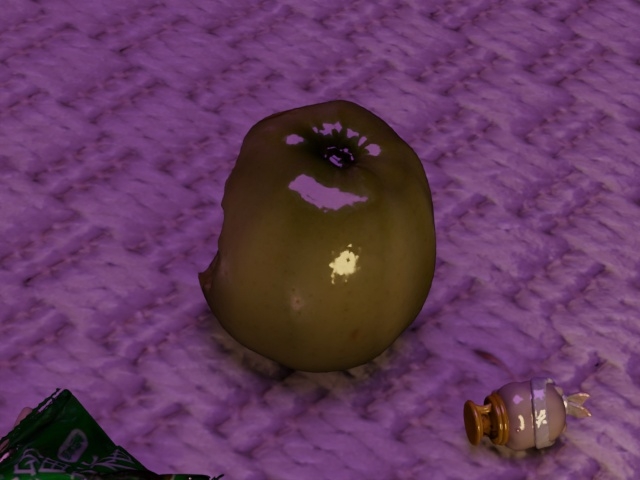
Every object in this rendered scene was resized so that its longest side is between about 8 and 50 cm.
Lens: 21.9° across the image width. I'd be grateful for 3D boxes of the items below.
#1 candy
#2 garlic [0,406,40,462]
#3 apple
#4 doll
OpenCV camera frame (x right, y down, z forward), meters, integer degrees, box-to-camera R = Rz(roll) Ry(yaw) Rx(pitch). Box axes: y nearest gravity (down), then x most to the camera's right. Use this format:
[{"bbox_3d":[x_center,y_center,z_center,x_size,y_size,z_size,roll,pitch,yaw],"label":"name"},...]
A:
[{"bbox_3d":[-0.212,0.230,1.555,0.203,0.078,0.141,29,28,11],"label":"candy"},{"bbox_3d":[-0.289,0.202,1.598,0.041,0.053,0.083,-18,35,40],"label":"garlic"},{"bbox_3d":[0.000,0.000,1.724,0.279,0.279,0.279,3,41,-2],"label":"apple"},{"bbox_3d":[0.208,0.173,1.673,0.127,0.073,0.084,-7,10,-11],"label":"doll"}]
